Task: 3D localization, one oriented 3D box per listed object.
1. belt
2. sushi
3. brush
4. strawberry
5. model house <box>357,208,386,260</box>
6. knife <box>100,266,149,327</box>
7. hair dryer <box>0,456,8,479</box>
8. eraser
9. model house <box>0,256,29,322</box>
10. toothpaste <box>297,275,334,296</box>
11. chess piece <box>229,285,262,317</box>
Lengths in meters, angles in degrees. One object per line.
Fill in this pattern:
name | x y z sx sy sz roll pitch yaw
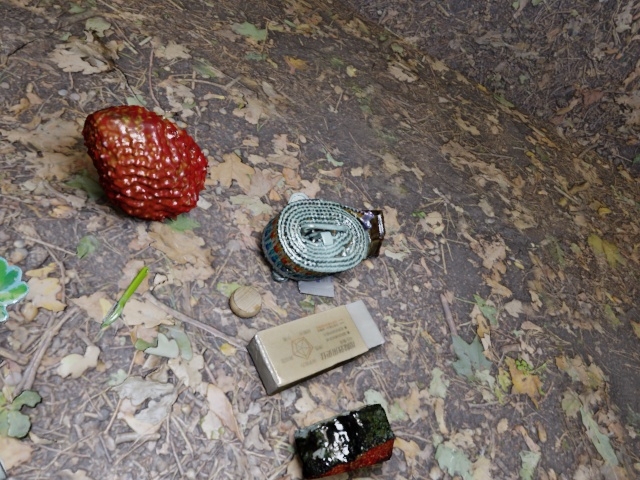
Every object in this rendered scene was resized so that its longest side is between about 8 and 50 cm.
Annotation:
belt | 0.000 0.000 1.306 0.294 0.160 0.207 9 68 -24
sushi | 0.057 0.443 1.075 0.225 0.136 0.126 1 63 -33
brush | -0.088 -0.005 1.404 0.068 0.060 0.297 13 62 2
strawberry | -0.413 -0.205 1.186 0.292 0.343 0.292 5 68 -13
model house | 0.153 -0.028 1.528 0.152 0.106 0.166 -11 96 -47
knife | -0.450 0.130 1.123 0.026 0.022 0.184 11 47 13
hair dryer | -0.651 0.336 0.826 0.131 0.073 0.236 -23 66 -37
eraser | -0.004 0.261 1.221 0.343 0.078 0.144 -12 62 -35
model house | -0.723 0.143 0.846 0.357 0.242 0.313 -33 82 -43
toothpaste | -0.017 0.029 1.412 0.099 0.068 0.283 -4 60 3
chess piece | -0.190 0.156 1.230 0.083 0.038 0.084 16 48 -19
